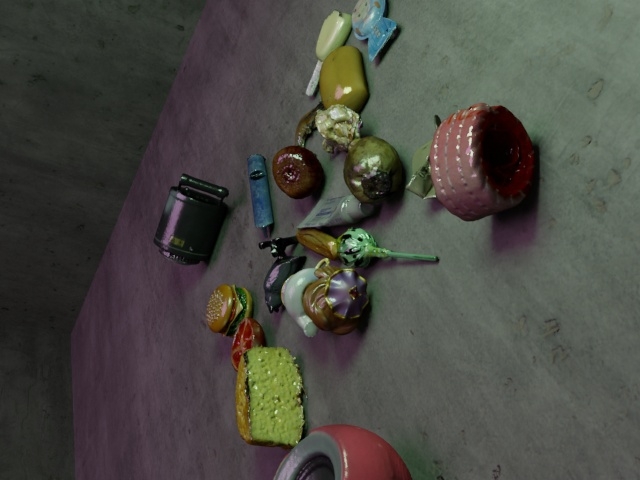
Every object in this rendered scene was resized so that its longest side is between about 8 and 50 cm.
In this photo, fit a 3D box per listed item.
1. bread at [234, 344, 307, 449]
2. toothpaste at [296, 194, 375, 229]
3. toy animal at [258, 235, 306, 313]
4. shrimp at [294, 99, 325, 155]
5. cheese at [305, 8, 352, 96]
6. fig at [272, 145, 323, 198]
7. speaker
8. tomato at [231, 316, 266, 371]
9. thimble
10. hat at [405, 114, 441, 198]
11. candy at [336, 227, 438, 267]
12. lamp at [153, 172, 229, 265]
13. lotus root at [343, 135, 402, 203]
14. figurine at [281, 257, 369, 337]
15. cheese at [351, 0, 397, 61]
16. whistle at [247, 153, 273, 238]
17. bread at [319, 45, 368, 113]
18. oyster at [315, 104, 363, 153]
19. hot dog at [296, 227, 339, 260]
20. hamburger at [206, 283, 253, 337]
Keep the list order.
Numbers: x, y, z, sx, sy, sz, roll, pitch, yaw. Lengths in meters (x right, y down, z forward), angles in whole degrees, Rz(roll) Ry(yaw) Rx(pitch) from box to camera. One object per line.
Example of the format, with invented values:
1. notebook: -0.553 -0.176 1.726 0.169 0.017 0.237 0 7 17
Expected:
1. bread: -0.131 0.397 1.782 0.147 0.161 0.260 -51 42 47
2. toothpaste: 0.042 -0.074 1.794 0.282 0.099 0.068 -1 105 60
3. toy animal: -0.093 0.094 1.968 0.117 0.121 0.209 0 94 17
4. shrimp: -0.025 -0.307 2.053 0.219 0.046 0.152 -40 42 52
5. cheese: 0.012 -0.537 2.099 0.255 0.050 0.127 -65 30 17
6. fig: -0.049 -0.185 2.000 0.201 0.134 0.146 -10 -94 -77
7. speaker: 0.039 0.477 1.314 0.294 0.294 0.294 -36 46 49
8. tomato: -0.190 0.292 2.025 0.156 0.069 0.155 -38 46 53
9. thimble: 0.285 -0.133 1.288 0.125 0.163 0.189 -19 66 56
10. hat: 0.247 -0.179 1.495 0.175 0.085 0.147 -72 6 -49
11. candy: 0.143 0.021 1.578 0.306 0.083 0.091 4 85 53
12. lamp: -0.450 -0.050 2.517 0.374 0.205 0.272 156 131 -75
13. lotus root: 0.114 -0.171 1.657 0.138 0.139 0.214 -57 30 30
14. figurine: 0.008 0.133 1.673 0.263 0.142 0.189 4 80 63
15. cheese: 0.133 -0.570 1.896 0.135 0.052 0.244 -54 34 33
16. whistle: -0.183 -0.140 2.240 0.062 0.062 0.304 -50 37 38
17. bread: 0.052 -0.416 1.922 0.147 0.098 0.217 -46 40 36
18. oyster: 0.045 -0.261 1.844 0.163 0.081 0.191 54 161 17
19. hot dog: 0.000 0.000 1.855 0.216 0.047 0.066 21 131 63
20. hamburger: -0.268 0.208 2.159 0.162 0.115 0.161 -33 50 49
